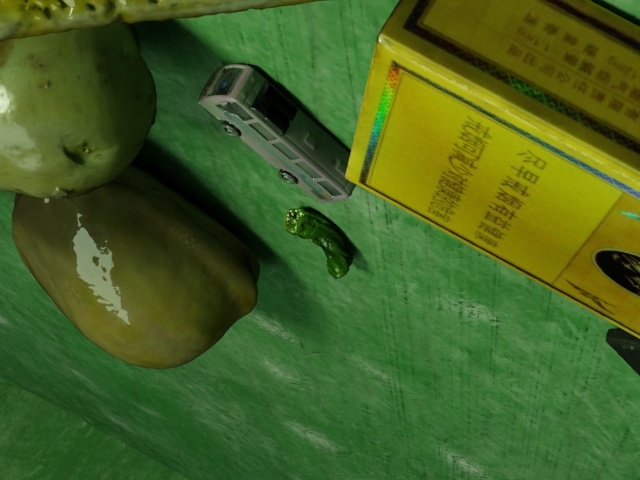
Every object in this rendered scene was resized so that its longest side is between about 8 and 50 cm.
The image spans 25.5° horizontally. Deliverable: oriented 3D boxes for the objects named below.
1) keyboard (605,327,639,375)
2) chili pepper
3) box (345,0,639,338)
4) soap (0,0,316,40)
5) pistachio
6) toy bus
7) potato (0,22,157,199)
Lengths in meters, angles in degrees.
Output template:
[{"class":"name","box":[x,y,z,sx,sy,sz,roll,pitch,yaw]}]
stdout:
[{"class":"keyboard","box":[0.340,0.109,0.973,0.309,0.018,0.101,6,148,51]},{"class":"chili pepper","box":[0.002,-0.001,1.208,0.091,0.034,0.030,46,-170,-40]},{"class":"box","box":[0.168,-0.028,0.781,0.301,0.084,0.193,29,162,6]},{"class":"soap","box":[-0.144,-0.260,0.739,0.338,0.304,0.169,-8,154,-7]},{"class":"pistachio","box":[-0.191,0.015,1.333,0.212,0.163,0.260,-23,130,26]},{"class":"toy bus","box":[-0.027,-0.077,1.031,0.130,0.037,0.052,40,158,-27]},{"class":"potato","box":[-0.234,-0.119,1.040,0.262,0.165,0.165,16,156,38]}]
